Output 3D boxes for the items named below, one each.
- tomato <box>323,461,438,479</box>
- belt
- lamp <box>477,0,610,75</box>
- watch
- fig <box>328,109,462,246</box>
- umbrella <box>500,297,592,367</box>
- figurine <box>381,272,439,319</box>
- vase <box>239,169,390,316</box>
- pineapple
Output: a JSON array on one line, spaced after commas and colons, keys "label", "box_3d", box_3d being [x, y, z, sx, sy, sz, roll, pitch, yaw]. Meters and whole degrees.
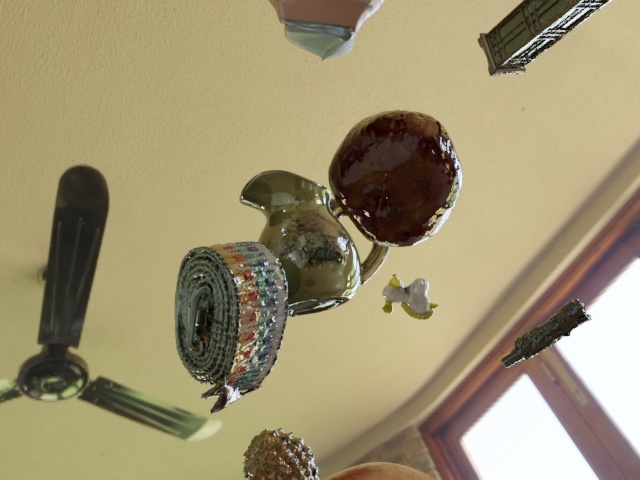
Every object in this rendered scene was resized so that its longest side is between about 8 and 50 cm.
[{"label": "tomato", "box_3d": [0.069, 0.386, 0.656, 0.265, 0.264, 0.264, -10, -50, -12]}, {"label": "belt", "box_3d": [-0.184, 0.146, 1.138, 0.161, 0.207, 0.294, -6, -63, -45]}, {"label": "lamp", "box_3d": [0.409, -0.399, 1.034, 0.089, 0.090, 0.325, -11, -11, -26]}, {"label": "watch", "box_3d": [0.010, -0.365, 0.820, 0.162, 0.241, 0.253, 10, -99, 0]}, {"label": "fig", "box_3d": [0.102, -0.115, 0.902, 0.191, 0.290, 0.190, -2, -64, -4]}, {"label": "umbrella", "box_3d": [0.527, 0.226, 1.443, 0.236, 0.066, 0.059, -38, -13, 17]}, {"label": "figurine", "box_3d": [0.279, 0.175, 1.884, 0.178, 0.129, 0.109, 10, -9, 7]}, {"label": "vase", "box_3d": [0.000, 0.000, 1.370, 0.330, 0.302, 0.241, -7, -18, -14]}, {"label": "pineapple", "box_3d": [-0.084, 0.537, 1.452, 0.193, 0.166, 0.166, 31, -66, -17]}]
